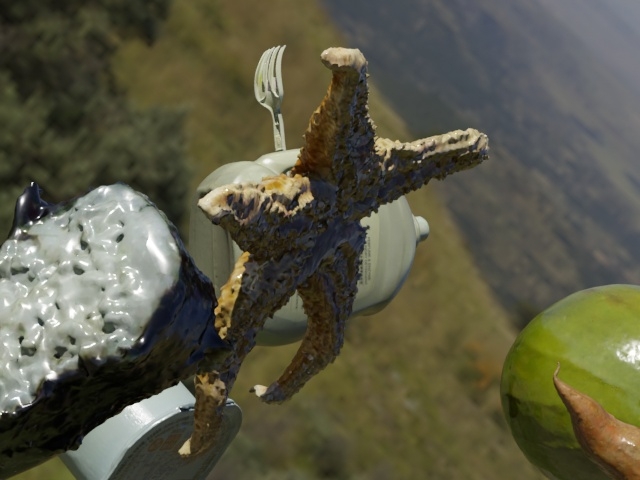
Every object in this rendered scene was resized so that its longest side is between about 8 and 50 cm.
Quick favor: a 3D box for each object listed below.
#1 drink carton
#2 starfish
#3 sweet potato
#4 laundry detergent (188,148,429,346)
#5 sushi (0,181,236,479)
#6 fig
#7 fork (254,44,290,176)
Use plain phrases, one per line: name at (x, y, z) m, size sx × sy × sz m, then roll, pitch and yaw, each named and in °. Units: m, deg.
drink carton at (-0.213, 0.183, 2.055) m, size 0.185 × 0.191 × 0.189 m, roll 2°, pitch 39°, yaw -51°
starfish at (-0.012, -0.009, 1.234) m, size 0.060 × 0.299 × 0.302 m, roll 40°, pitch -14°, yaw 26°
sweet potato at (0.241, 0.172, 1.509) m, size 0.195 × 0.056 × 0.056 m, roll 49°, pitch 10°, yaw -6°
laundry detergent at (0.000, 0.000, 1.812) m, size 0.253 × 0.181 × 0.091 m, roll -9°, pitch 10°, yaw -37°
sushi at (-0.173, 0.057, 1.175) m, size 0.147 × 0.212 × 0.115 m, roll 52°, pitch -6°, yaw 23°
fig at (0.281, 0.142, 1.733) m, size 0.203 × 0.203 × 0.225 m, roll 37°, pitch -8°, yaw -24°
fork at (-0.045, -0.094, 1.986) m, size 0.028 × 0.034 × 0.219 m, roll 8°, pitch 76°, yaw -60°
